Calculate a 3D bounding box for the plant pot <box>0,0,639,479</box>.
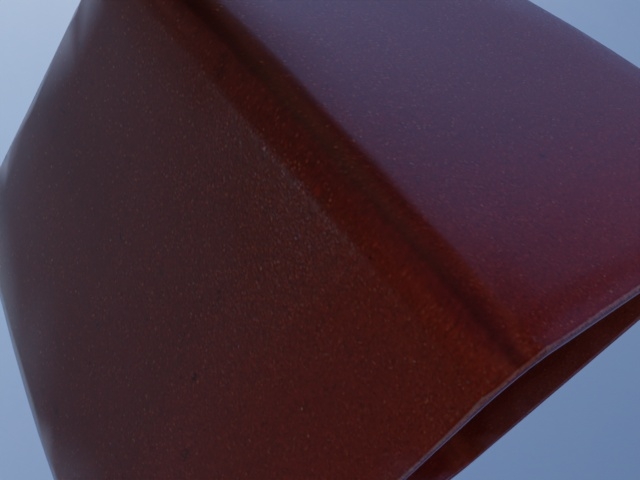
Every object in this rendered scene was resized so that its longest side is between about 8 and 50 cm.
[{"bbox_3d":[0.000,0.000,0.514,0.236,0.267,0.267,50,-51,15],"label":"plant pot"}]
